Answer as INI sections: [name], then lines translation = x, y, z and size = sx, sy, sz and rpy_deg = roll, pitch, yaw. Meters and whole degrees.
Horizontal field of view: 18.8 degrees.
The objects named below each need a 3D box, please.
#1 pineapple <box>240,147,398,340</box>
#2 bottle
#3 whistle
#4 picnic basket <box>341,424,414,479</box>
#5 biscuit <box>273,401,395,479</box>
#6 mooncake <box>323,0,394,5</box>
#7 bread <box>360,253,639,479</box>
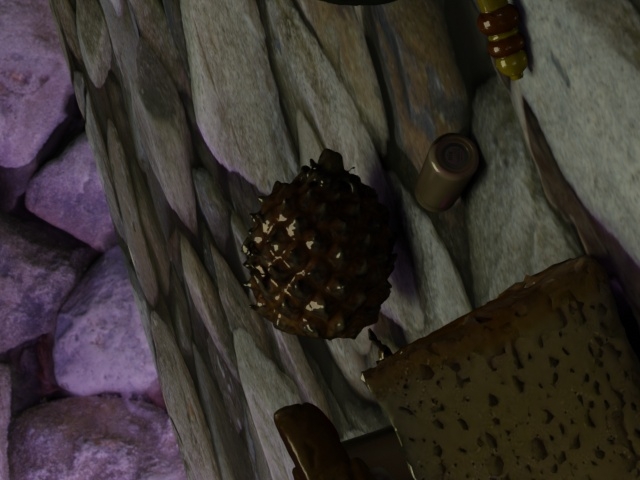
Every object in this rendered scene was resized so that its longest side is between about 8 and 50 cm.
[pineapple]
translation = 0.000, 0.000, 1.957
size = 0.166, 0.166, 0.193
rpy_deg = -140, 54, -65
[bottle]
translation = 0.110, -0.059, 1.709
size = 0.096, 0.045, 0.045
rpy_deg = 112, 139, -70
[whistle]
translation = 0.132, -0.178, 1.507
size = 0.057, 0.046, 0.109
rpy_deg = 14, 127, 56
[picnic basket]
translation = 0.110, 0.270, 1.838
size = 0.266, 0.165, 0.139
rpy_deg = -159, 54, -71
[biscuit]
translation = 0.051, 0.256, 1.566
size = 0.283, 0.064, 0.432
rpy_deg = 64, 174, -2
[mooncake]
translation = 0.025, -0.284, 1.634
size = 0.175, 0.168, 0.104
rpy_deg = 40, 140, 8
[bread]
translation = 0.107, 0.174, 1.524
size = 0.315, 0.279, 0.248
rpy_deg = -37, 76, 53
